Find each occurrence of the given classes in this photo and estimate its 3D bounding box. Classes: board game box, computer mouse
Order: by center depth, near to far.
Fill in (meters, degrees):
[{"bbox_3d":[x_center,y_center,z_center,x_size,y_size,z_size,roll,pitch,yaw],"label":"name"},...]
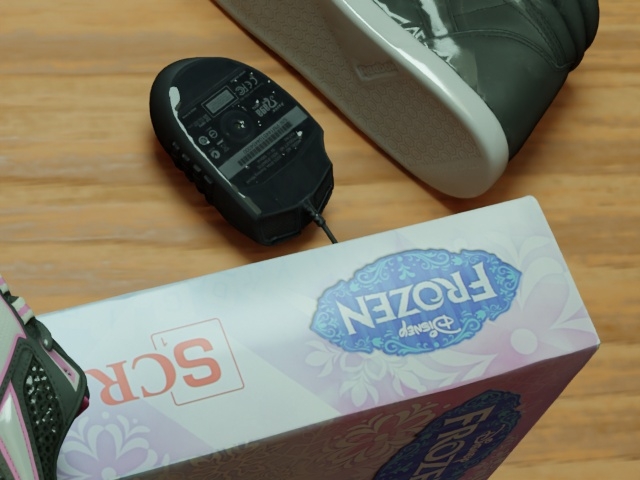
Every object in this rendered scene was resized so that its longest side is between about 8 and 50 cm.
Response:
[{"bbox_3d":[-0.093,0.116,0.728,0.318,0.319,0.066,-14,67,-20],"label":"board game box"},{"bbox_3d":[0.000,0.000,0.985,0.071,0.041,0.242,-37,82,-30],"label":"computer mouse"}]

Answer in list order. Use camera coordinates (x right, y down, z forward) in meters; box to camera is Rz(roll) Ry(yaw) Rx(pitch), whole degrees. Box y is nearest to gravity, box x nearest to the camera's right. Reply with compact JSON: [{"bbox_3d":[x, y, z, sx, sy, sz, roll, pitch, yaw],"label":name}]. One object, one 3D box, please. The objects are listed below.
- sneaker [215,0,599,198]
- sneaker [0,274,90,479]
[{"bbox_3d":[0.028,-0.169,1.048,0.296,0.104,0.147,46,59,6],"label":"sneaker"},{"bbox_3d":[-0.108,0.036,0.553,0.077,0.072,0.178,-3,71,-29],"label":"sneaker"}]
